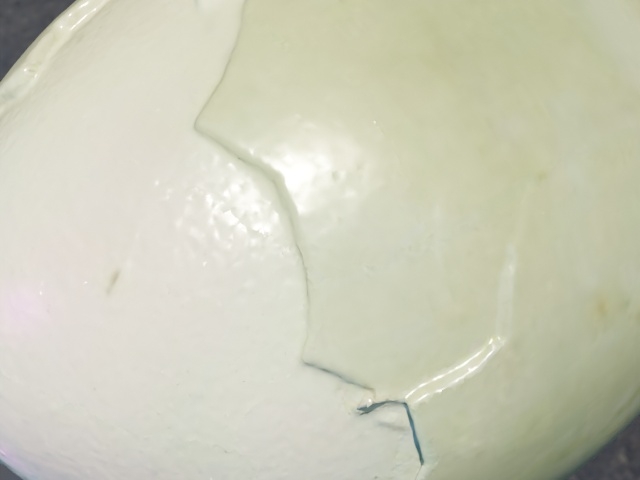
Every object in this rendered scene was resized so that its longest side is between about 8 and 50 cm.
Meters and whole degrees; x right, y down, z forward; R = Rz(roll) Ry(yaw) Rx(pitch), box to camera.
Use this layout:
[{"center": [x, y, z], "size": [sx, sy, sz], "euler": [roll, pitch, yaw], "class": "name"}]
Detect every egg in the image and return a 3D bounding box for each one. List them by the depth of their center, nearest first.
[{"center": [0.000, 0.000, 0.683], "size": [0.278, 0.336, 0.278], "euler": [41, 147, 35], "class": "egg"}]
